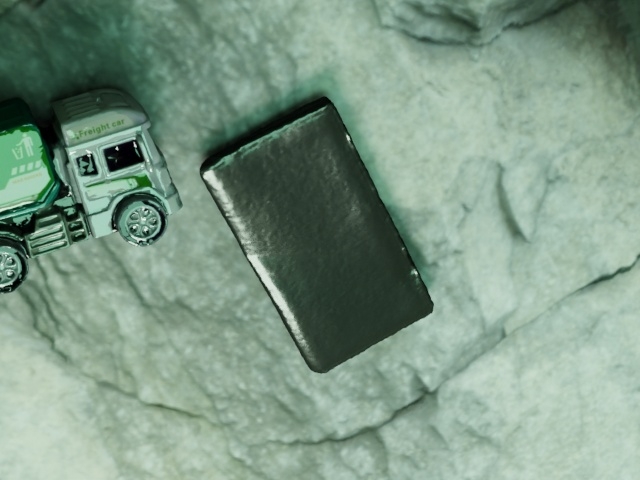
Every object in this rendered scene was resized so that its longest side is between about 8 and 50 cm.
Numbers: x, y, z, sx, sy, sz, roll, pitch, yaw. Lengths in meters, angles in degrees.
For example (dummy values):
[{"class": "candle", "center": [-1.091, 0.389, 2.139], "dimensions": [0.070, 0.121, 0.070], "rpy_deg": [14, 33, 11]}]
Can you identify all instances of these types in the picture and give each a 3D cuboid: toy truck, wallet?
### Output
[{"class": "toy truck", "center": [-0.237, -0.032, 1.244], "dimensions": [0.253, 0.114, 0.124], "rpy_deg": [-19, 113, -9]}, {"class": "wallet", "center": [0.000, 0.000, 1.399], "dimensions": [0.124, 0.025, 0.244], "rpy_deg": [-30, 127, -2]}]
